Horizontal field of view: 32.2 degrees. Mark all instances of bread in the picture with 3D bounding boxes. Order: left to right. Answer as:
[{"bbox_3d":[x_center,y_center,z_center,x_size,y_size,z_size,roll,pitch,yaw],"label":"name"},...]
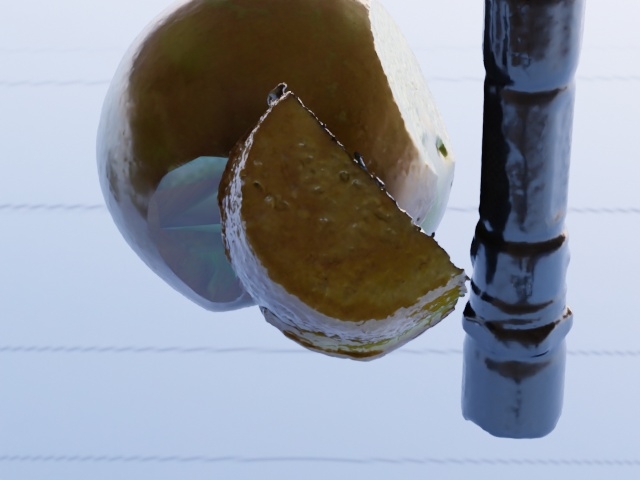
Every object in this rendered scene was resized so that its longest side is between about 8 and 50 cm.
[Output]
[{"bbox_3d":[0.000,0.000,0.886,0.139,0.143,0.229,-41,-97,-17],"label":"bread"}]

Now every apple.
[{"bbox_3d":[-0.035,-0.085,1.138,0.384,0.374,0.374,29,-136,-14],"label":"apple"}]

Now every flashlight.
[{"bbox_3d":[0.166,-0.024,0.930,0.103,0.423,0.103,-2,-153,1],"label":"flashlight"}]
